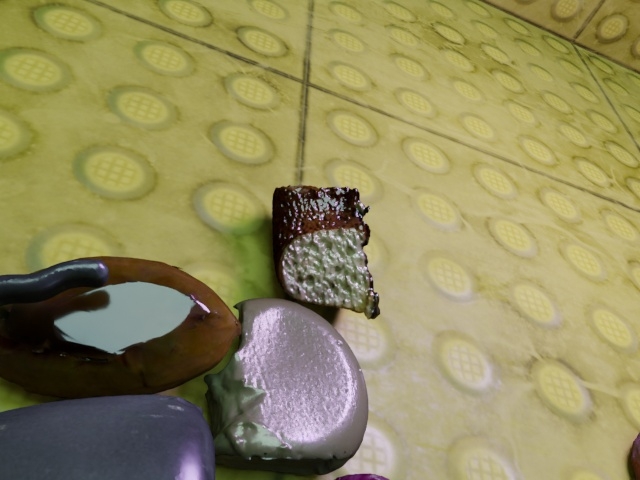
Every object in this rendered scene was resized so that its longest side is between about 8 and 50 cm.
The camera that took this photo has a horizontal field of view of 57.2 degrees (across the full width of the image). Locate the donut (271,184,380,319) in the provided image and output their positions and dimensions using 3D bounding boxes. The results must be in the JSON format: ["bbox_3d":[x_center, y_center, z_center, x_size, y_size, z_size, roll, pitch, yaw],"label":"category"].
[{"bbox_3d":[-0.002,0.011,0.767,0.126,0.144,0.186,7,76,-17],"label":"donut"}]

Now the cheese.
[{"bbox_3d":[-0.039,0.147,0.616,0.175,0.091,0.202,8,44,-24],"label":"cheese"}]

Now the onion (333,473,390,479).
[{"bbox_3d":[0.039,0.273,0.538,0.115,0.115,0.104,63,6,32],"label":"onion"}]

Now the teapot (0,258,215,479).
[{"bbox_3d":[-0.216,0.165,0.363,0.285,0.305,0.223,8,1,-15],"label":"teapot"}]

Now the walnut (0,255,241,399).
[{"bbox_3d":[-0.198,0.084,0.548,0.245,0.137,0.137,-2,49,-16],"label":"walnut"}]

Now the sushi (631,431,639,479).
[{"bbox_3d":[0.490,0.328,0.739,0.161,0.107,0.241,22,41,-4],"label":"sushi"}]
